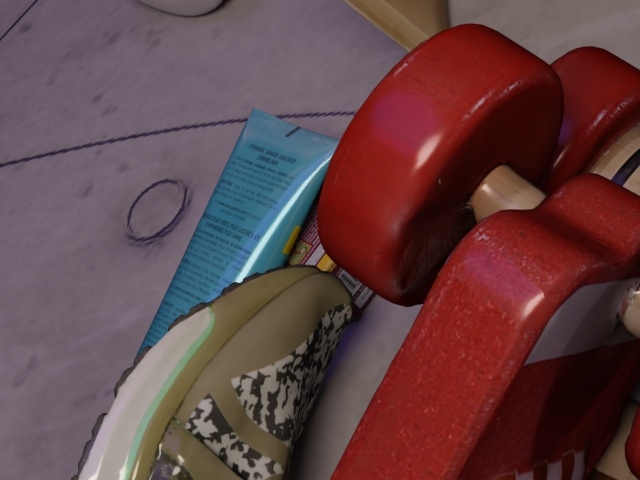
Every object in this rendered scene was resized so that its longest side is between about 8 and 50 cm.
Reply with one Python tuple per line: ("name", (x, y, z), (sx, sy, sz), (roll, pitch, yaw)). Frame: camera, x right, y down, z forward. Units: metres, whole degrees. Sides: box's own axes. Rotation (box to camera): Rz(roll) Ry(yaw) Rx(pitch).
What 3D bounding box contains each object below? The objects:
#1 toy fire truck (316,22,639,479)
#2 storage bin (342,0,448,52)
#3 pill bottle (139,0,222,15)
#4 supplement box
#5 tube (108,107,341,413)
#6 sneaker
("toy fire truck", (0.086, 0.071, 0.672), (0.169, 0.302, 0.254), (36, 107, 23))
("storage bin", (0.113, -0.223, 0.909), (0.262, 0.260, 0.123), (-23, 62, 24))
("pill bottle", (-0.072, -0.270, 1.201), (0.121, 0.121, 0.216), (8, 62, 43))
("supplement box", (0.000, 0.000, 0.970), (0.055, 0.043, 0.083), (-52, 41, -7))
("tube", (-0.056, 0.031, 0.944), (0.080, 0.052, 0.207), (23, 88, 43))
("sneaker", (-0.043, 0.202, 0.801), (0.182, 0.158, 0.410), (18, 63, 13))
